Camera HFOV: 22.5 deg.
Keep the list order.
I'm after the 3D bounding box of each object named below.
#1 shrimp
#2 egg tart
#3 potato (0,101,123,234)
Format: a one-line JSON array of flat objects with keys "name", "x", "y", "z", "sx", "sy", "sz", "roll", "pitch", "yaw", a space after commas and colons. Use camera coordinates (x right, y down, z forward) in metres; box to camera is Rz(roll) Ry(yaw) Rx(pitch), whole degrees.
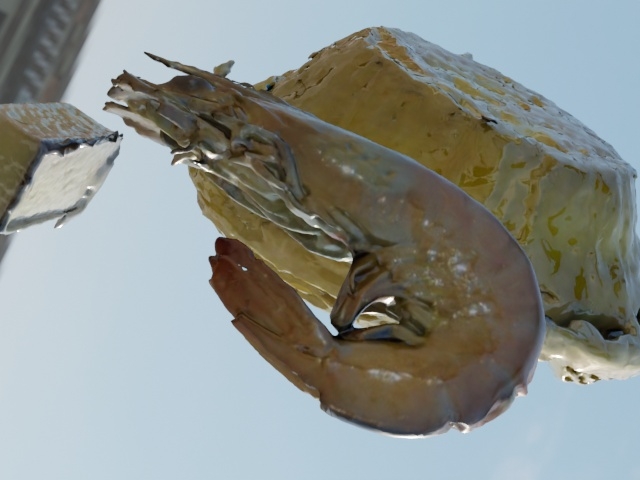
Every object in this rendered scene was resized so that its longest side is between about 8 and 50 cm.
[{"name": "shrimp", "x": 0.000, "y": 0.000, "z": 0.770, "sx": 0.150, "sy": 0.249, "sz": 0.068, "roll": -53, "pitch": 178, "yaw": -40}, {"name": "egg tart", "x": 0.089, "y": -0.037, "z": 1.143, "sx": 0.388, "sy": 0.388, "sz": 0.169, "roll": -108, "pitch": -139, "yaw": -68}, {"name": "potato", "x": -0.190, "y": -0.051, "z": 1.078, "sx": 0.086, "sy": 0.061, "sz": 0.122, "roll": -55, "pitch": 168, "yaw": 18}]
